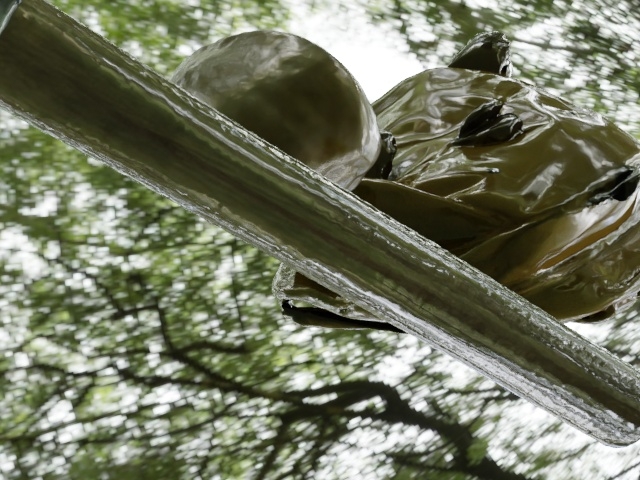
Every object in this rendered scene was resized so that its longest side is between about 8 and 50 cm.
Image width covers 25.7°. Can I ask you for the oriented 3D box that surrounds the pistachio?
[{"bbox_3d":[-0.040,-0.075,0.922,0.185,0.108,0.126,11,-71,43],"label":"pistachio"}]

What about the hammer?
[{"bbox_3d":[0.000,0.000,0.479,0.111,0.365,0.043,-53,-146,10],"label":"hammer"}]

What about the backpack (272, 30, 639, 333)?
[{"bbox_3d":[0.137,-0.038,1.298,0.378,0.353,0.201,7,-58,34],"label":"backpack"}]
